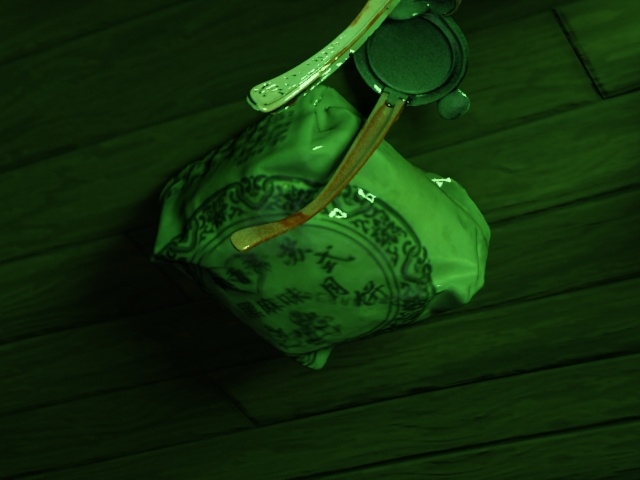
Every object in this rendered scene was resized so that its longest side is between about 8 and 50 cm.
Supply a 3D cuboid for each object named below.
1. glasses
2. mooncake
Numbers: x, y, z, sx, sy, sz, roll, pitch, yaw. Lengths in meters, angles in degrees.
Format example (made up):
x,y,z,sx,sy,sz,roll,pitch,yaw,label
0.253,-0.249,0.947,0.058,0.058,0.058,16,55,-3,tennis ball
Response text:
x,y,z,sx,sy,sz,roll,pitch,yaw,label
0.041,-0.112,1.308,0.118,0.268,0.234,26,145,7,glasses
-0.002,0.005,1.563,0.254,0.136,0.250,-28,126,36,mooncake
